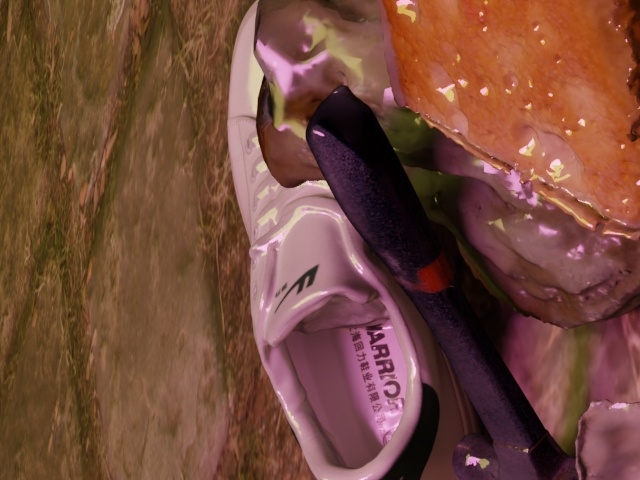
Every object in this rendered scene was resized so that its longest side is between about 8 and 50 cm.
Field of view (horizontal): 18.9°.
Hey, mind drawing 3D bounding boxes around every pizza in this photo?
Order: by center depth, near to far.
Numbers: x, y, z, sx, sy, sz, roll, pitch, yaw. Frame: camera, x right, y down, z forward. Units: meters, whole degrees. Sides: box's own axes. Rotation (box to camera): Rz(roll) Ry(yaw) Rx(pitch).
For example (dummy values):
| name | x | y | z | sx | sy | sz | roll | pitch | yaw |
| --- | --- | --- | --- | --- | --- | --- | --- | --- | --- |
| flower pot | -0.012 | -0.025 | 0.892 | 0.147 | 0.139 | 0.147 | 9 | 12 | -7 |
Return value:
| name | x | y | z | sx | sy | sz | roll | pitch | yaw |
| --- | --- | --- | --- | --- | --- | --- | --- | --- | --- |
| pizza | 0.104 | -0.118 | 0.913 | 0.188 | 0.080 | 0.204 | 31 | 146 | 46 |

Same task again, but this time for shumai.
| name | x | y | z | sx | sy | sz | roll | pitch | yaw |
| --- | --- | --- | --- | --- | --- | --- | --- | --- | --- |
| shumai | 0.079 | -0.065 | 1.074 | 0.272 | 0.203 | 0.222 | -174 | 87 | -68 |

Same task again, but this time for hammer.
| name | x | y | z | sx | sy | sz | roll | pitch | yaw |
| --- | --- | --- | --- | --- | --- | --- | --- | --- | --- |
| hammer | 0.073 | 0.040 | 1.059 | 0.137 | 0.037 | 0.290 | 9 | 136 | 51 |

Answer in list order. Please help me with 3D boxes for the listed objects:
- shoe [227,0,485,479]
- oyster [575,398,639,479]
| name | x | y | z | sx | sy | sz | roll | pitch | yaw |
| --- | --- | --- | --- | --- | --- | --- | --- | --- | --- |
| shoe | 0.000 | 0.000 | 1.226 | 0.160 | 0.132 | 0.363 | 9 | -117 | -70 |
| oyster | 0.218 | 0.118 | 0.775 | 0.275 | 0.100 | 0.271 | -33 | 53 | 51 |
